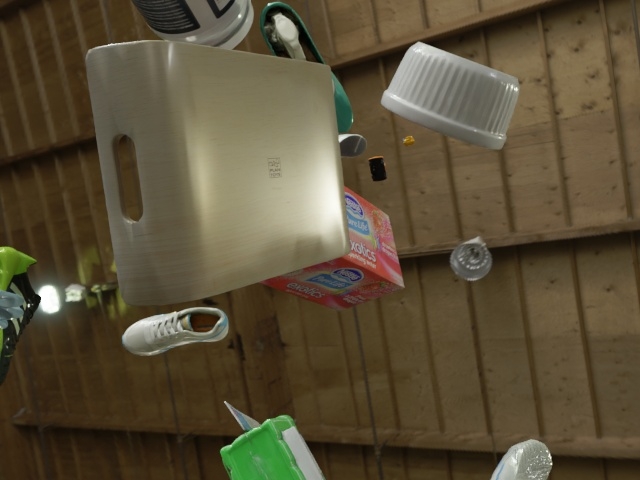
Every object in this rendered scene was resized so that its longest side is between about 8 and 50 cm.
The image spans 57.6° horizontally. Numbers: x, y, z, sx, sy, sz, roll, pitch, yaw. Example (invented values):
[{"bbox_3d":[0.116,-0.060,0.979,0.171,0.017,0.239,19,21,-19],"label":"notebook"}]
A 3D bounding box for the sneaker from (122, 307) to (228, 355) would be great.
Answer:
[{"bbox_3d":[-0.316,0.189,1.266,0.228,0.092,0.088,-11,-112,-13],"label":"sneaker"}]

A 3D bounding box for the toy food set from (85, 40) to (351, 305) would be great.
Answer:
[{"bbox_3d":[-0.081,-0.073,0.605,0.092,0.306,0.220,-1,-82,37],"label":"toy food set"}]

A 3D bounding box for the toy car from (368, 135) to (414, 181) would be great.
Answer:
[{"bbox_3d":[0.158,-0.177,1.262,0.122,0.041,0.060,-25,-64,18],"label":"toy car"}]

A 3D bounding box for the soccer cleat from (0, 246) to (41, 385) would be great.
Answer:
[{"bbox_3d":[-0.384,0.095,0.719,0.060,0.072,0.179,-14,-111,25],"label":"soccer cleat"}]

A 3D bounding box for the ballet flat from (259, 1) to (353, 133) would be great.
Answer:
[{"bbox_3d":[-0.030,-0.283,0.958,0.083,0.087,0.247,-31,-92,7],"label":"ballet flat"}]

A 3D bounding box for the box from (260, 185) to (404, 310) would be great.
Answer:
[{"bbox_3d":[0.000,0.000,0.961,0.142,0.300,0.154,-24,-120,27],"label":"box"}]

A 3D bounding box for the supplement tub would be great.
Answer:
[{"bbox_3d":[-0.234,-0.448,0.942,0.191,0.272,0.191,-6,-116,13],"label":"supplement tub"}]

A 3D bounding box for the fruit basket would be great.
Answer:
[{"bbox_3d":[-0.049,0.478,1.128,0.165,0.353,0.327,-34,-121,-1],"label":"fruit basket"}]

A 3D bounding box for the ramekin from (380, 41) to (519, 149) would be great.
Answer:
[{"bbox_3d":[0.209,-0.232,0.915,0.207,0.207,0.109,28,-68,22],"label":"ramekin"}]

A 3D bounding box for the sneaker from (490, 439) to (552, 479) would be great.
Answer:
[{"bbox_3d":[0.325,0.439,1.006,0.085,0.237,0.086,42,-45,21],"label":"sneaker"}]

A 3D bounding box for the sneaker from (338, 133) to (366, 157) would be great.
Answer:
[{"bbox_3d":[0.018,-0.185,1.183,0.152,0.061,0.054,-7,-71,5],"label":"sneaker"}]

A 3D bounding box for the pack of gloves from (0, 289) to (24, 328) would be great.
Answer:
[{"bbox_3d":[-0.407,0.063,0.517,0.195,0.232,0.046,-29,-117,5],"label":"pack of gloves"}]
